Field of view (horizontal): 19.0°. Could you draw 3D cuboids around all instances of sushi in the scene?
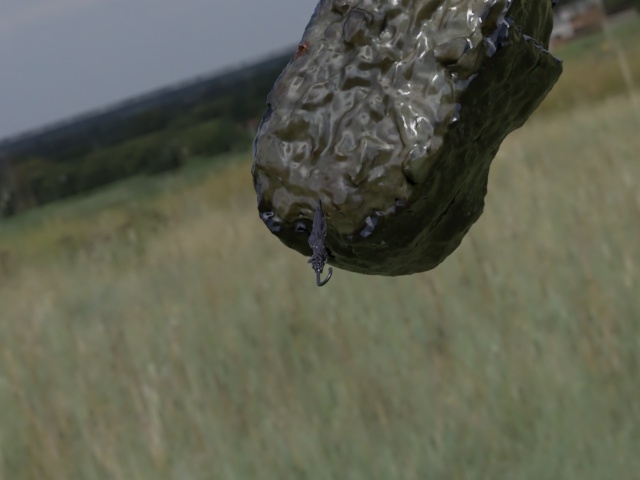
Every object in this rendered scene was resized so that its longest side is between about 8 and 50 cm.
[{"bbox_3d":[0.074,-0.138,1.660,0.211,0.350,0.171,27,0,25],"label":"sushi"}]

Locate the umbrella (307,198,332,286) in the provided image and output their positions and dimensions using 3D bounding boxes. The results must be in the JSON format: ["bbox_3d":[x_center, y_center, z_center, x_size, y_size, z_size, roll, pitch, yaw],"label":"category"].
[{"bbox_3d":[-0.002,0.002,1.462,0.022,0.013,0.122,-43,23,19],"label":"umbrella"}]
